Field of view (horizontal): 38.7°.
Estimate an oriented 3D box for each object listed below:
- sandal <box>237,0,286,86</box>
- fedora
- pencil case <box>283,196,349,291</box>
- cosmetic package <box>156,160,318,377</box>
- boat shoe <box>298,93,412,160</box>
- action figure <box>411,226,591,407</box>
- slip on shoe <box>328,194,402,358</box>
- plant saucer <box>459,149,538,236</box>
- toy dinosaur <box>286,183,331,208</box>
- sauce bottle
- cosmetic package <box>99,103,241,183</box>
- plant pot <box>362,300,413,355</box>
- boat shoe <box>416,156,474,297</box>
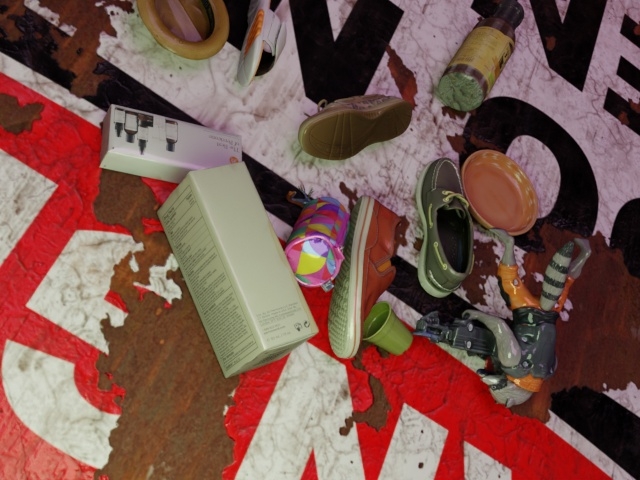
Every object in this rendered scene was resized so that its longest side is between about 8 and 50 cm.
[{"bbox_3d":[-0.100,-0.406,1.766,0.076,0.102,0.265,18,56,-19],"label":"sandal"},{"bbox_3d":[-0.264,-0.410,1.686,0.194,0.079,0.194,12,66,-29],"label":"fedora"},{"bbox_3d":[0.000,0.000,1.558,0.104,0.104,0.236,37,18,-9],"label":"pencil case"},{"bbox_3d":[-0.139,0.048,1.480,0.113,0.160,0.309,-14,75,-36],"label":"cosmetic package"},{"bbox_3d":[0.056,-0.228,1.783,0.285,0.105,0.089,-16,38,-40],"label":"boat shoe"},{"bbox_3d":[0.351,0.148,1.673,0.341,0.178,0.330,5,96,-30],"label":"action figure"},{"bbox_3d":[0.084,0.064,1.626,0.101,0.123,0.331,20,52,-9],"label":"slip on shoe"},{"bbox_3d":[0.372,-0.097,1.929,0.200,0.037,0.200,14,60,-25],"label":"plant saucer"},{"bbox_3d":[-0.021,-0.067,1.683,0.082,0.047,0.090,-5,79,-13],"label":"toy dinosaur"},{"bbox_3d":[0.374,-0.428,2.050,0.111,0.111,0.344,39,54,-8],"label":"sauce bottle"},{"bbox_3d":[-0.254,-0.155,1.575,0.239,0.060,0.099,11,62,-26],"label":"cosmetic package"},{"bbox_3d":[0.122,0.164,1.631,0.079,0.083,0.083,39,52,-23],"label":"plant pot"},{"bbox_3d":[0.253,-0.040,1.795,0.109,0.091,0.305,18,59,-22],"label":"boat shoe"}]
